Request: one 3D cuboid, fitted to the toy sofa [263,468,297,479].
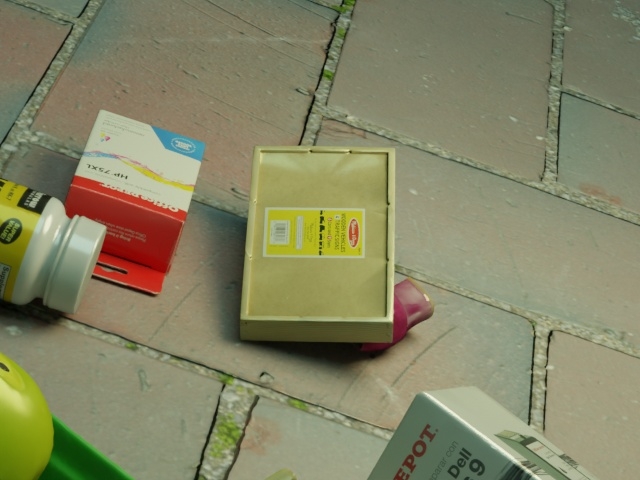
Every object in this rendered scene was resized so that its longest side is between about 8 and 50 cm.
[{"bbox_3d":[0.022,0.380,1.576,0.150,0.177,0.362,-31,54,-24],"label":"toy sofa"}]

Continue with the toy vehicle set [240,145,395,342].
[{"bbox_3d":[0.000,0.000,2.132,0.166,0.035,0.267,2,48,2],"label":"toy vehicle set"}]

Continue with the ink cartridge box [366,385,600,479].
[{"bbox_3d":[0.166,0.294,1.688,0.289,0.211,0.121,36,16,26],"label":"ink cartridge box"}]

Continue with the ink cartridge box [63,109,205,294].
[{"bbox_3d":[-0.215,-0.045,2.145,0.134,0.078,0.231,17,31,-6],"label":"ink cartridge box"}]

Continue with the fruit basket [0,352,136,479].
[{"bbox_3d":[-0.280,0.179,1.469,0.392,0.392,0.283,34,33,21],"label":"fruit basket"}]

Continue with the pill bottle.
[{"bbox_3d":[-0.335,-0.004,1.966,0.208,0.119,0.119,20,30,-2],"label":"pill bottle"}]

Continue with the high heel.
[{"bbox_3d":[0.007,0.038,2.165,0.244,0.082,0.117,42,43,22],"label":"high heel"}]
